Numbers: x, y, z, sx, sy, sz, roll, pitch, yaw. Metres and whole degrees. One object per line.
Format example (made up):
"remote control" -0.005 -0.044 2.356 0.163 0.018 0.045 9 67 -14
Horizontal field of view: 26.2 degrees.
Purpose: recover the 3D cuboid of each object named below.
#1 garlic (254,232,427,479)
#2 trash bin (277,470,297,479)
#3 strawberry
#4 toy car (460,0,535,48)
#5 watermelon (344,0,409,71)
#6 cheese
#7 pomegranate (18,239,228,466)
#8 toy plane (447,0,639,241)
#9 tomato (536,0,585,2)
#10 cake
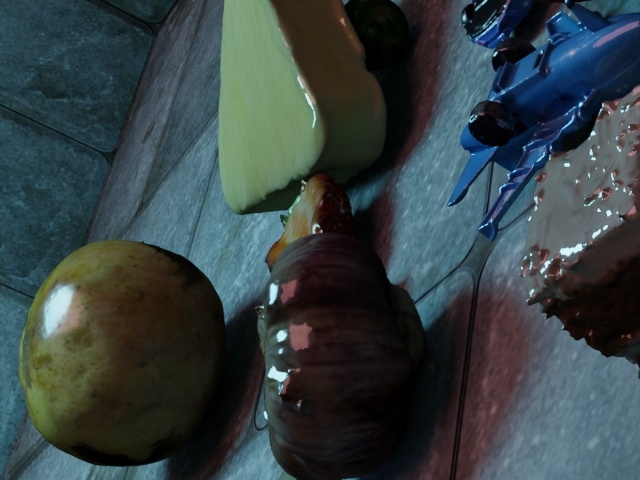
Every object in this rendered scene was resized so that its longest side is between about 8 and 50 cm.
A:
"garlic" 0.022 0.112 1.275 0.245 0.160 0.245 -179 90 -83
"trash bin" -0.027 0.263 1.382 0.092 0.043 0.061 -55 20 33
"strawberry" 0.000 -0.002 1.600 0.192 0.085 0.140 -19 47 66
"toy car" 0.204 -0.294 1.450 0.103 0.063 0.216 -38 37 56
"watermelon" 0.064 -0.261 1.759 0.109 0.109 0.109 -54 20 30
"cheese" -0.046 -0.228 1.764 0.384 0.104 0.384 176 90 -68
"pomegranate" -0.263 0.153 1.834 0.322 0.322 0.322 -54 20 30
"toy plane" 0.198 -0.128 1.176 0.271 0.105 0.254 -46 18 55
"tomato" 0.241 -0.268 1.179 0.199 0.112 0.228 -45 6 -16
"cake" 0.215 0.001 0.858 0.135 0.147 0.135 -41 30 49
